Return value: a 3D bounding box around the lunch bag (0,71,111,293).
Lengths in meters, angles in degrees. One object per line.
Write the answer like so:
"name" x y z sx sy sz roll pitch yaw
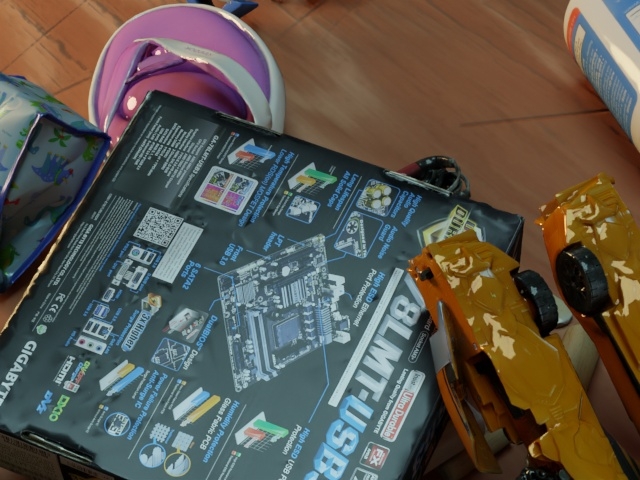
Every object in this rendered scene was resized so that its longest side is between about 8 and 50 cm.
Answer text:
"lunch bag" -0.257 -0.050 1.428 0.096 0.151 0.129 17 14 -47

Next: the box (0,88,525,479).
"box" -0.048 0.063 1.237 0.293 0.073 0.295 20 59 13

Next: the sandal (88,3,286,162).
"sandal" -0.111 -0.093 1.451 0.169 0.102 0.416 -17 40 3

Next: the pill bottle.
"pill bottle" 0.291 -0.127 1.459 0.124 0.124 0.221 -14 44 -9

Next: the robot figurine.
"robot figurine" 0.181 0.114 1.155 0.211 0.085 0.291 -21 81 -20

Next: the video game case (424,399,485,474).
"video game case" -0.026 0.126 1.270 0.212 0.023 0.193 -30 48 -17

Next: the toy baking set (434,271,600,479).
"toy baking set" 0.110 0.069 1.330 0.196 0.030 0.256 15 46 21

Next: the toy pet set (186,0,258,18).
"toy pet set" -0.070 -0.223 1.666 0.122 0.065 0.114 15 11 17

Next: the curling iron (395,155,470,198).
"curling iron" 0.000 0.000 1.406 0.274 0.035 0.068 -25 28 -18
